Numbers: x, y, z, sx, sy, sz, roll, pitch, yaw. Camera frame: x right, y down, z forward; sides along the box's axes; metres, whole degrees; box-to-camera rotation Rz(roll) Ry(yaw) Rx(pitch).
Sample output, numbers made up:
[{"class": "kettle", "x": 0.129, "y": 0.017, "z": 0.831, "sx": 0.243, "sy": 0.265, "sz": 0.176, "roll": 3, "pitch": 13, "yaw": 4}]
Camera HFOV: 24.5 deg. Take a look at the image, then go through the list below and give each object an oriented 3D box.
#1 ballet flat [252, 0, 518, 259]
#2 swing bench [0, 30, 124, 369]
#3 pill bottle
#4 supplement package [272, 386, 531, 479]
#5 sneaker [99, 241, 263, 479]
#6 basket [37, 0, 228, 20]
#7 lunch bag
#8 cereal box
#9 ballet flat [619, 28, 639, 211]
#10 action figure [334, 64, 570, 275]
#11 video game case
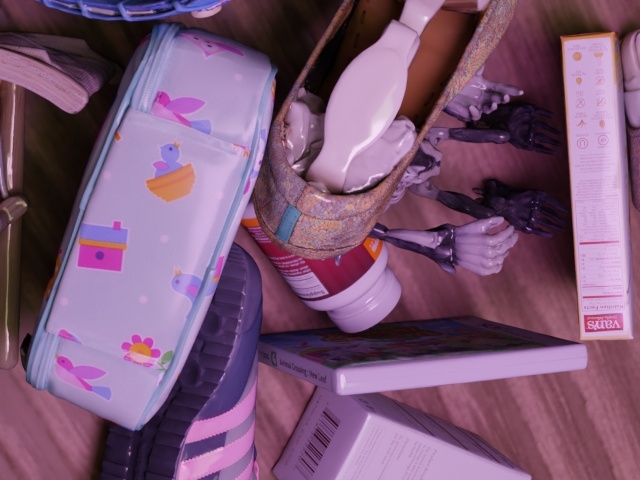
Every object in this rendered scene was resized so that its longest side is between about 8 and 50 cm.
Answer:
[{"class": "ballet flat", "x": 0.061, "y": -0.147, "z": 1.029, "sx": 0.123, "sy": 0.123, "sz": 0.348, "roll": 38, "pitch": 71, "yaw": -27}, {"class": "swing bench", "x": -0.252, "y": -0.026, "z": 0.967, "sx": 0.165, "sy": 0.253, "sz": 0.254, "roll": 20, "pitch": 97, "yaw": -5}, {"class": "pill bottle", "x": 0.000, "y": 0.000, "z": 1.194, "sx": 0.086, "sy": 0.086, "sz": 0.152, "roll": -41, "pitch": 117, "yaw": -7}, {"class": "supplement package", "x": 0.070, "y": 0.203, "z": 1.273, "sx": 0.179, "sy": 0.105, "sz": 0.105, "roll": 26, "pitch": 94, "yaw": -26}, {"class": "sneaker", "x": -0.097, "y": 0.154, "z": 1.208, "sx": 0.131, "sy": 0.112, "sz": 0.319, "roll": 10, "pitch": 98, "yaw": -55}, {"class": "basket", "x": -0.140, "y": -0.242, "z": 0.944, "sx": 0.289, "sy": 0.255, "sz": 0.201, "roll": -5, "pitch": 104, "yaw": -48}, {"class": "lunch bag", "x": -0.120, "y": -0.014, "z": 1.046, "sx": 0.108, "sy": 0.224, "sz": 0.279, "roll": 21, "pitch": 99, "yaw": -8}, {"class": "cereal box", "x": 0.228, "y": -0.050, "z": 1.208, "sx": 0.047, "sy": 0.173, "sz": 0.240, "roll": -4, "pitch": 98, "yaw": 12}, {"class": "ballet flat", "x": 0.323, "y": -0.179, "z": 1.277, "sx": 0.106, "sy": 0.107, "sz": 0.316, "roll": 29, "pitch": 86, "yaw": -13}, {"class": "action figure", "x": 0.095, "y": -0.060, "z": 1.141, "sx": 0.276, "sy": 0.141, "sz": 0.164, "roll": -4, "pitch": 98, "yaw": -48}, {"class": "video game case", "x": 0.074, "y": 0.089, "z": 1.192, "sx": 0.212, "sy": 0.193, "sz": 0.023, "roll": -4, "pitch": 95, "yaw": -22}]
